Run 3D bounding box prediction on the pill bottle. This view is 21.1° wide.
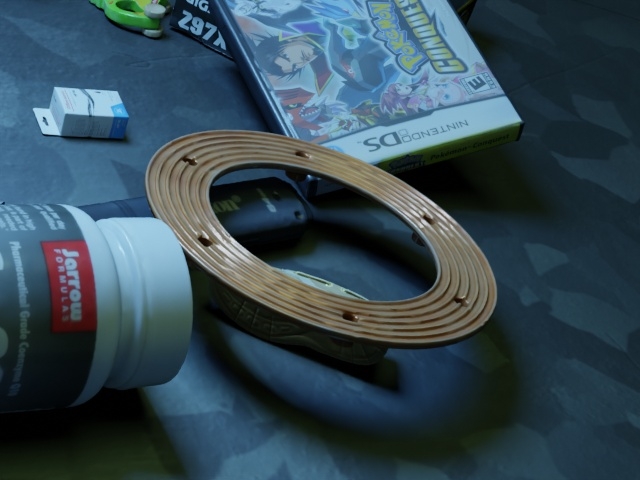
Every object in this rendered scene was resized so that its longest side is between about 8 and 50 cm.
[{"bbox_3d":[-0.251,0.052,1.306,0.283,0.161,0.161,-2,39,-30],"label":"pill bottle"}]

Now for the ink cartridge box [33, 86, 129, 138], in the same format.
[{"bbox_3d":[-0.238,-0.127,1.702,0.083,0.028,0.048,1,37,-27],"label":"ink cartridge box"}]

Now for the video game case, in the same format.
[{"bbox_3d":[0.046,-0.186,1.817,0.248,0.035,0.274,-16,58,-19],"label":"video game case"}]

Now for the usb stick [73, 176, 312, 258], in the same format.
[{"bbox_3d":[-0.130,-0.014,1.579,0.278,0.045,0.077,-10,42,-39],"label":"usb stick"}]

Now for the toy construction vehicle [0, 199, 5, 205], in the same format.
[{"bbox_3d":[-0.324,-0.034,1.510,0.086,0.035,0.098,34,35,21],"label":"toy construction vehicle"}]

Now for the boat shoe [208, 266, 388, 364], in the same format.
[{"bbox_3d":[-0.017,0.059,1.526,0.170,0.063,0.059,24,21,3],"label":"boat shoe"}]

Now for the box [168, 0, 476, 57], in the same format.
[{"bbox_3d":[0.013,-0.273,2.012,0.257,0.079,0.322,30,34,12],"label":"box"}]

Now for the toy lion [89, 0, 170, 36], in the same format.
[{"bbox_3d":[-0.217,-0.271,1.928,0.096,0.034,0.100,10,33,-2],"label":"toy lion"}]

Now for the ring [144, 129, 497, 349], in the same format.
[{"bbox_3d":[0.000,0.000,1.542,0.337,0.032,0.336,17,28,-9],"label":"ring"}]
